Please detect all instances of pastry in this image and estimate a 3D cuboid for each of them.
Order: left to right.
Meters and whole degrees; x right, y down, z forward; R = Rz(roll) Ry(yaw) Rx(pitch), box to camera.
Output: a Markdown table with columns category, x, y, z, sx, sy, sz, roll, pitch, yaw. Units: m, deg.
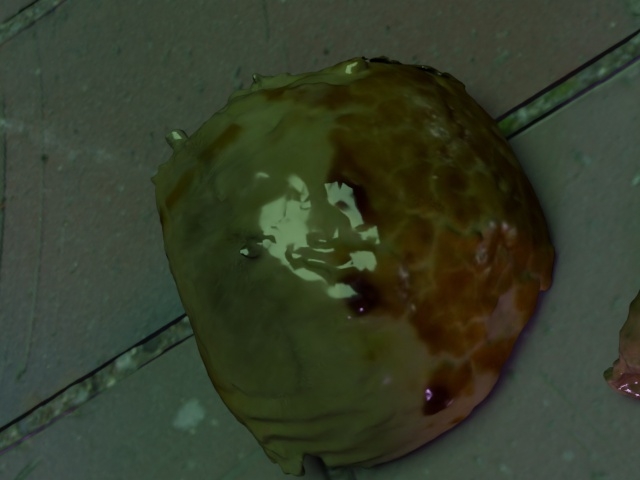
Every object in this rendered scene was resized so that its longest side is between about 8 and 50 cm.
| category | x | y | z | sx | sy | sz | roll | pitch | yaw |
| --- | --- | --- | --- | --- | --- | --- | --- | --- | --- |
| pastry | 0.007 | 0.003 | 1.190 | 0.236 | 0.170 | 0.256 | -29 | 63 | 21 |

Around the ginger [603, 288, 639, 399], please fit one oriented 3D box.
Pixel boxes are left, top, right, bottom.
| category | x | y | z | sx | sy | sz | roll | pitch | yaw |
| --- | --- | --- | --- | --- | --- | --- | --- | --- | --- |
| ginger | 0.263 | 0.001 | 1.062 | 0.270 | 0.123 | 0.219 | -28 | 61 | 19 |
